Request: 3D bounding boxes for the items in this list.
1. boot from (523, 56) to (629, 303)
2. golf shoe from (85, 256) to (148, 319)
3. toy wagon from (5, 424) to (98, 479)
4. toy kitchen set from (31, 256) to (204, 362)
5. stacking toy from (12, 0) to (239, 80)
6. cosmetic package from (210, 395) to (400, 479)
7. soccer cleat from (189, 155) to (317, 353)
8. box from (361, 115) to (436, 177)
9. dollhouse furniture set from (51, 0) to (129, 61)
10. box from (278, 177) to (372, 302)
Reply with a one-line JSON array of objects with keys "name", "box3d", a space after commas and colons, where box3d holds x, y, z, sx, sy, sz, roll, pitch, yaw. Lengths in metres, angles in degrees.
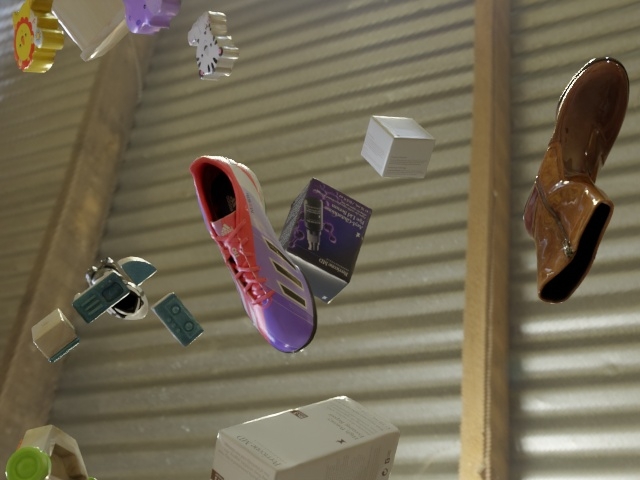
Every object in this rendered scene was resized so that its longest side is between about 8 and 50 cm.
[{"name": "boot", "box3d": [0.326, -0.087, 1.109, 0.264, 0.096, 0.280, -63, 180, 22]}, {"name": "golf shoe", "box3d": [-0.358, 0.115, 1.599, 0.077, 0.198, 0.094, -39, -119, -5]}, {"name": "toy wagon", "box3d": [-0.363, 0.439, 1.228, 0.068, 0.267, 0.344, -11, -115, 0]}, {"name": "toy kitchen set", "box3d": [-0.309, 0.143, 1.361, 0.207, 0.166, 0.122, -39, -165, -12]}, {"name": "stacking toy", "box3d": [-0.100, -0.187, 0.612, 0.221, 0.167, 0.052, -38, -114, 45]}, {"name": "cosmetic package", "box3d": [-0.017, 0.282, 1.151, 0.117, 0.231, 0.086, 23, -71, 40]}, {"name": "soccer cleat", "box3d": [-0.105, 0.018, 1.274, 0.108, 0.116, 0.318, -30, -111, 16]}, {"name": "box", "box3d": [0.151, -0.183, 1.721, 0.101, 0.102, 0.087, 54, -43, 49]}, {"name": "dollhouse furniture set", "box3d": [-0.228, -0.424, 1.195, 0.286, 0.198, 0.303, -34, -174, 34]}, {"name": "box", "box3d": [0.000, 0.000, 1.839, 0.108, 0.153, 0.207, -47, -160, 51]}]
